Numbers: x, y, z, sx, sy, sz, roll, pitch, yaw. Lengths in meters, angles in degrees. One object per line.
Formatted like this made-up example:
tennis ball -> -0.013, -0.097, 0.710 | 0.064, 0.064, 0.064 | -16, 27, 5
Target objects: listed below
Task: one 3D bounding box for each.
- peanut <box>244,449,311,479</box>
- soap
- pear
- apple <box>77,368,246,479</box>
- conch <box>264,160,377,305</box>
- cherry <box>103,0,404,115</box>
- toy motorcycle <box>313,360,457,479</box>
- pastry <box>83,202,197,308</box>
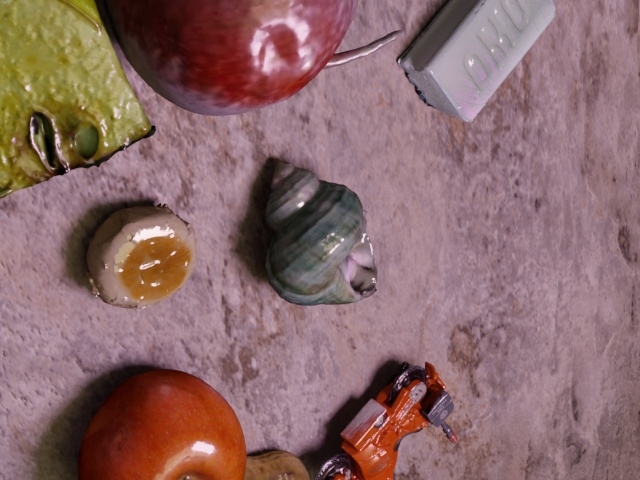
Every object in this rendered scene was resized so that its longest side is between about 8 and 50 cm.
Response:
peanut -> -0.100, 0.422, 1.572 | 0.229, 0.098, 0.103 | 6, 149, -40
soap -> 0.265, -0.334, 1.482 | 0.261, 0.094, 0.150 | -51, 134, -7
pear -> -0.347, -0.194, 1.013 | 0.238, 0.164, 0.255 | -24, 119, -5
apple -> -0.228, 0.332, 1.334 | 0.251, 0.206, 0.272 | 8, 100, -46
conch -> 0.000, 0.000, 1.395 | 0.220, 0.195, 0.277 | -47, 113, -38
cherry -> -0.114, -0.304, 1.055 | 0.291, 0.335, 0.326 | -37, 173, 3
toy motorcycle -> 0.125, 0.386, 1.701 | 0.326, 0.148, 0.221 | -46, 136, -14
pastry -> -0.249, 0.026, 1.251 | 0.165, 0.088, 0.166 | -17, 123, -29
